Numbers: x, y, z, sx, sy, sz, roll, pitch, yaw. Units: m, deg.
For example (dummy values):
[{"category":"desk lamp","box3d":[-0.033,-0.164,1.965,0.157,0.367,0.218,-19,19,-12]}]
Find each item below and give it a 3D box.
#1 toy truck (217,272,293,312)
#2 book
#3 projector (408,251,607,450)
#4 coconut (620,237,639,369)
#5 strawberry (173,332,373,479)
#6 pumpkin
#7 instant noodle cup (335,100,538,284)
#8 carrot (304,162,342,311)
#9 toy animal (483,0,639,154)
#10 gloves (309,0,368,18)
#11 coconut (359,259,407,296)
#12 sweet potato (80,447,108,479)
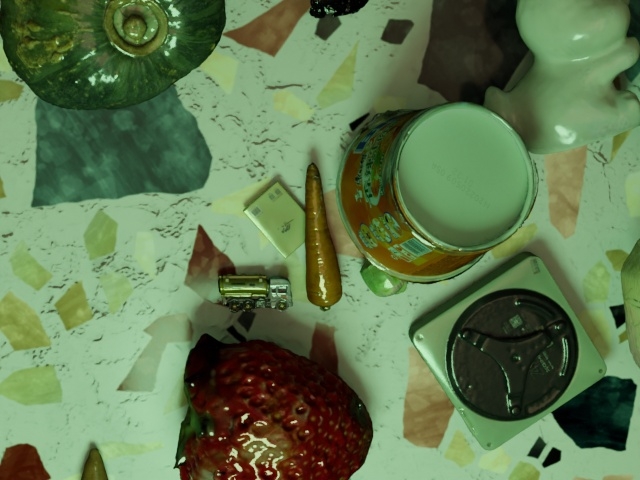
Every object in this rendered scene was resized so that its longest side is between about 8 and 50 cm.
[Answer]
[{"category":"toy truck","box3d":[-0.108,0.085,1.807,0.123,0.052,0.063,-1,96,-5]},{"category":"book","box3d":[-0.064,-0.034,1.804,0.077,0.014,0.111,-40,107,3]},{"category":"projector","box3d":[0.321,0.190,1.861,0.259,0.079,0.257,-34,102,0]},{"category":"coconut","box3d":[0.693,0.149,1.742,0.404,0.404,0.404,-1,102,-6]},{"category":"strawberry","box3d":[-0.079,0.310,1.744,0.310,0.292,0.292,14,100,7]},{"category":"pumpkin","box3d":[-0.311,-0.344,1.591,0.327,0.257,0.291,-25,116,-8]},{"category":"instant noodle cup","box3d":[0.188,-0.081,1.686,0.296,0.214,0.296,1,85,-13]},{"category":"carrot","box3d":[0.000,0.000,1.787,0.061,0.061,0.257,-6,108,-5]},{"category":"toy animal","box3d":[0.361,-0.322,1.703,0.241,0.196,0.368,-8,105,-2]},{"category":"gloves","box3d":[0.029,-0.403,1.654,0.106,0.181,0.129,-5,103,-5]},{"category":"coconut","box3d":[0.110,0.055,1.809,0.083,0.082,0.081,-35,99,18]},{"category":"sweet potato","box3d":[-0.384,0.449,1.851,0.055,0.058,0.202,4,101,-28]}]
